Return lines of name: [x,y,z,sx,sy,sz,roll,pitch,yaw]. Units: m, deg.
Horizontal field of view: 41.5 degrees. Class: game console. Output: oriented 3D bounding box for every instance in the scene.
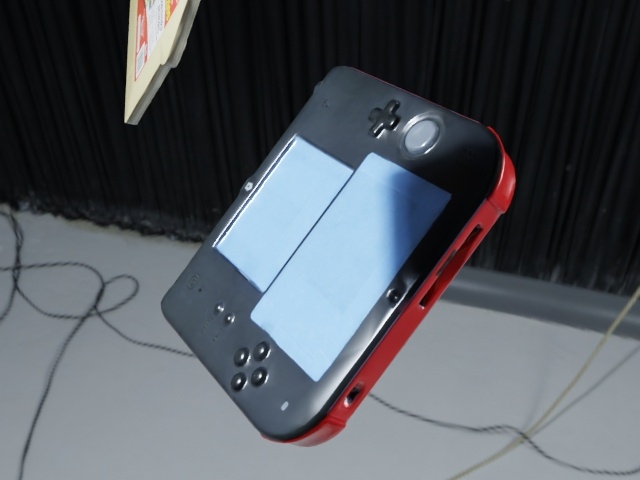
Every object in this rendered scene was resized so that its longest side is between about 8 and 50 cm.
game console: [0.000,0.000,0.940,0.386,0.060,0.342,-53,45,0]

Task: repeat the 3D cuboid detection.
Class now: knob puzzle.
knob puzzle: [-0.109,-0.212,0.675,0.030,0.213,0.213,12,38,-27]
